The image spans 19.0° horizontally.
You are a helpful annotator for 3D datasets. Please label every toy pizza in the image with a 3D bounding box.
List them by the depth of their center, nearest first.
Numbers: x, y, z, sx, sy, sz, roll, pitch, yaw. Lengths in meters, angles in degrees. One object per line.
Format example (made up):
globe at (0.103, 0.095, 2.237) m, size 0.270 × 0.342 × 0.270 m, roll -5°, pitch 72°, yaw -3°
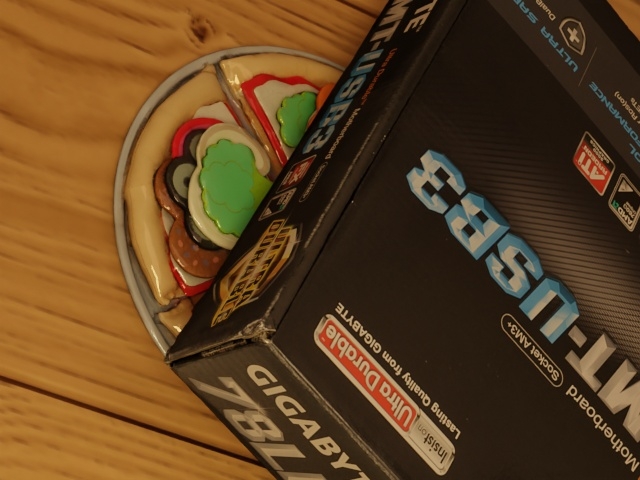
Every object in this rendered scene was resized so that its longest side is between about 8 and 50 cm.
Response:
toy pizza at (0.000, 0.000, 0.866) m, size 0.201 × 0.032 × 0.201 m, roll 14°, pitch 62°, yaw -29°

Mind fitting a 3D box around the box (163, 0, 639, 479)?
box at (0.104, 0.042, 0.868) m, size 0.295 × 0.073 × 0.293 m, roll 48°, pitch 48°, yaw -20°
